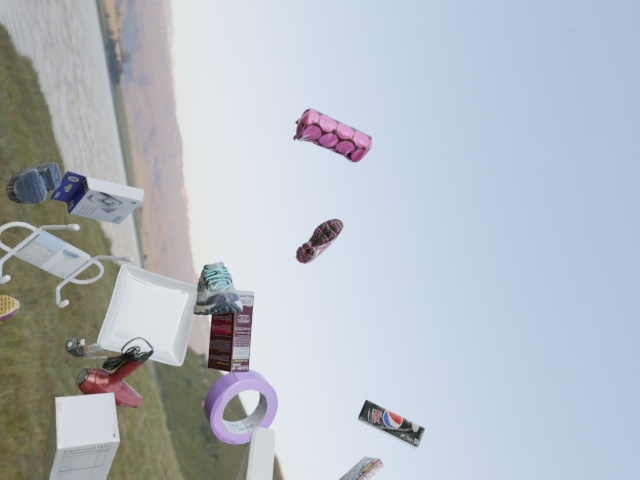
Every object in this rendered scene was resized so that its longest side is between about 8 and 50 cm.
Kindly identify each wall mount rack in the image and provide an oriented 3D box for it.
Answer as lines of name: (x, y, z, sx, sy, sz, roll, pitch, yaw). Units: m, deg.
wall mount rack: (-0.737, 0.053, 1.558, 0.350, 0.304, 0.130, 43, 15, -50)

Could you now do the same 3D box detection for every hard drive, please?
hard drive: (-0.144, 0.533, 0.969, 0.233, 0.047, 0.353, -90, -166, -49)

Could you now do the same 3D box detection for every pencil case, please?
pencil case: (0.034, -0.278, 1.453, 0.098, 0.209, 0.095, -62, -158, 19)

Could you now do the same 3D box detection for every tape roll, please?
tape roll: (-0.306, 0.643, 2.082, 0.090, 0.275, 0.275, 28, -55, 59)

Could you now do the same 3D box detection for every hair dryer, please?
hair dryer: (-0.555, 0.375, 1.466, 0.080, 0.223, 0.293, -87, 177, -47)

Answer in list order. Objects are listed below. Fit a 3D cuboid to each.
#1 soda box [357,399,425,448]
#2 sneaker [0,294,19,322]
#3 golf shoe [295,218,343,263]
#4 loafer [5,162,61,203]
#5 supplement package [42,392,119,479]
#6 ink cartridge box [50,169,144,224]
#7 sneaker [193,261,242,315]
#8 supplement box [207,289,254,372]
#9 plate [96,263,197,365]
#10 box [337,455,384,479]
soda box: (0.183, 0.480, 1.403, 0.060, 0.169, 0.053, 86, 29, -65)
sneaker: (-0.787, 0.188, 1.260, 0.084, 0.185, 0.069, 79, -9, -55)
golf shoe: (0.000, 0.000, 1.696, 0.067, 0.186, 0.086, 50, 7, 12)
loafer: (-0.527, -0.100, 0.966, 0.170, 0.061, 0.062, -109, -167, -74)
supplement package: (-0.582, 0.497, 1.296, 0.244, 0.139, 0.134, -61, -141, 33)
ink cartridge box: (-0.693, -0.125, 1.657, 0.223, 0.224, 0.045, -27, -123, 48)
sneaker: (-0.261, 0.114, 1.308, 0.283, 0.110, 0.122, 177, -89, -70)
supplement box: (-0.272, 0.272, 1.627, 0.130, 0.073, 0.239, -5, -101, 46)
plate: (-0.554, 0.247, 1.752, 0.045, 0.277, 0.278, -28, -133, 53)
box: (0.116, 0.709, 1.624, 0.027, 0.137, 0.094, 60, -30, 1)
